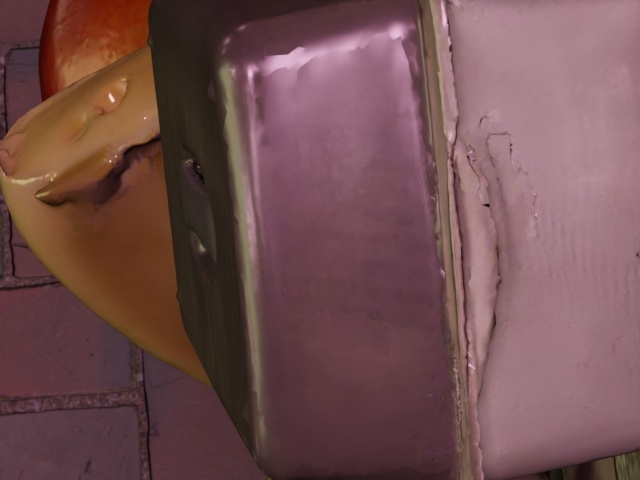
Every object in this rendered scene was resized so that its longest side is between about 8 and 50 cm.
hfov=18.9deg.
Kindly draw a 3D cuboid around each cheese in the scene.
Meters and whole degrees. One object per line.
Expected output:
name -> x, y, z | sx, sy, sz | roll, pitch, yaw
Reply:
cheese -> 0.000, 0.000, 1.063 | 0.316, 0.260, 0.128 | 45, -140, -30

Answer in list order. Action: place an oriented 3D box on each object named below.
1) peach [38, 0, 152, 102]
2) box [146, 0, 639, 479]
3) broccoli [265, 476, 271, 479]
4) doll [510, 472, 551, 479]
peach -> -0.068, -0.177, 1.753 | 0.388, 0.388, 0.388 | 175, 90, -89
box -> 0.029, -0.022, 0.789 | 0.290, 0.166, 0.220 | -137, 40, -74
broccoli -> -0.002, 0.235, 1.133 | 0.248, 0.288, 0.245 | 8, -73, -54
doll -> 0.092, 0.198, 0.983 | 0.149, 0.095, 0.192 | 124, 149, -45
